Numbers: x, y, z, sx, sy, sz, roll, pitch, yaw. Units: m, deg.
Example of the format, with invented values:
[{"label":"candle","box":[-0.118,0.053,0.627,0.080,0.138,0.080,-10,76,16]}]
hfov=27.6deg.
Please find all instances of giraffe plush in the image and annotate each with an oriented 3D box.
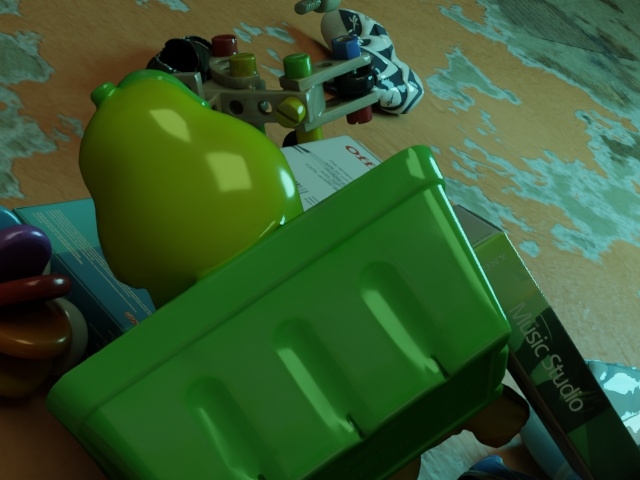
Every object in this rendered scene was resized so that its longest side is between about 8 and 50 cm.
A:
[{"label":"giraffe plush","box":[0.090,0.186,1.306,0.181,0.170,0.210,39,6,27]}]

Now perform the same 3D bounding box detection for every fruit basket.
[{"label":"fruit basket","box":[-0.066,0.044,1.093,0.392,0.283,0.392,-2,65,4]}]

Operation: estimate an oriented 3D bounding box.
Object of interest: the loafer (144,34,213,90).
[{"label":"loafer","box":[-0.186,-0.241,1.798,0.080,0.078,0.220,29,29,-2]}]

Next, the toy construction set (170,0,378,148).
[{"label":"toy construction set","box":[-0.071,-0.210,1.655,0.257,0.309,0.237,30,33,16]}]

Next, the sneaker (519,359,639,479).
[{"label":"sneaker","box":[0.365,0.188,1.567,0.366,0.135,0.150,-10,53,-50]}]

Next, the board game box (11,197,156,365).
[{"label":"board game box","box":[-0.135,0.053,1.381,0.254,0.079,0.336,45,32,24]}]

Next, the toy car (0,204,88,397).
[{"label":"toy car","box":[-0.289,0.044,1.178,0.159,0.136,0.182,-10,60,-47]}]

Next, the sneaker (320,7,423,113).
[{"label":"sneaker","box":[0.046,-0.296,2.079,0.153,0.094,0.235,3,48,-53]}]

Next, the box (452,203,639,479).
[{"label":"box","box":[0.216,0.119,1.271,0.322,0.058,0.232,55,1,-9]}]

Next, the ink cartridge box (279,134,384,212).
[{"label":"ink cartridge box","box":[0.000,0.000,1.386,0.197,0.114,0.273,42,31,21]}]

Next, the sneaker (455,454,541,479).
[{"label":"sneaker","box":[0.238,0.293,1.343,0.211,0.080,0.081,36,33,9]}]
